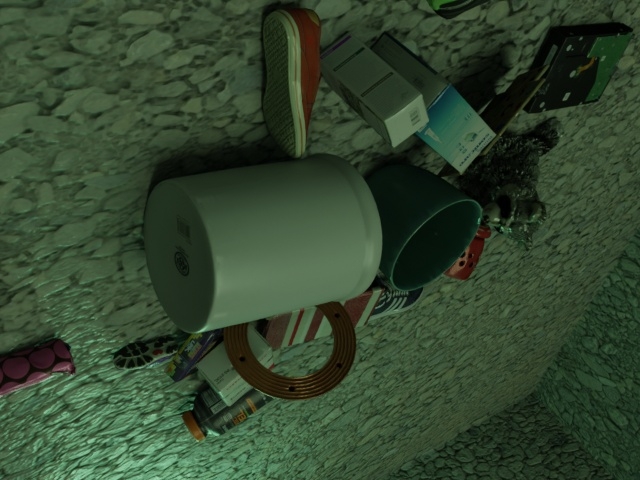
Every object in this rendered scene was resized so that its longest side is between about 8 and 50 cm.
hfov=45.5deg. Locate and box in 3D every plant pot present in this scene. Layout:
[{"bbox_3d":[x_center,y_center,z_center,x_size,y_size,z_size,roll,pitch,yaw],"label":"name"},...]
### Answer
[{"bbox_3d":[0.395,-0.004,2.241,0.191,0.191,0.174,6,122,-50],"label":"plant pot"},{"bbox_3d":[0.220,-0.056,1.943,0.293,0.235,0.293,-29,146,-22],"label":"plant pot"}]

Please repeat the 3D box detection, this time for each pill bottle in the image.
[{"bbox_3d":[-0.265,0.459,2.143,0.246,0.130,0.130,-33,147,-12],"label":"pill bottle"}]

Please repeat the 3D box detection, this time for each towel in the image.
[{"bbox_3d":[-0.002,0.211,2.103,0.329,0.037,0.237,-12,153,-19],"label":"towel"}]

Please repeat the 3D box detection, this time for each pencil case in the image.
[{"bbox_3d":[-0.617,0.277,1.578,0.209,0.098,0.095,-21,143,-29],"label":"pencil case"}]

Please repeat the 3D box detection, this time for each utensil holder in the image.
[{"bbox_3d":[-0.124,0.004,1.571,0.385,0.327,0.327,-13,138,-35],"label":"utensil holder"}]

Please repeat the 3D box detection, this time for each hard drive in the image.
[{"bbox_3d":[0.709,-0.481,2.119,0.339,0.064,0.237,-15,139,-35],"label":"hard drive"}]

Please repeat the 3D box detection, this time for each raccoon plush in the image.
[{"bbox_3d":[0.608,-0.177,2.153,0.446,0.299,0.216,-35,147,-11],"label":"raccoon plush"}]

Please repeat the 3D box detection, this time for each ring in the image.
[{"bbox_3d":[-0.075,0.243,1.901,0.337,0.336,0.032,-24,156,-26],"label":"ring"}]

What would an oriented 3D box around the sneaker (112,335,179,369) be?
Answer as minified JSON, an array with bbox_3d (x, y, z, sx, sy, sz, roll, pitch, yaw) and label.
[{"bbox_3d":[-0.418,0.285,1.833,0.170,0.068,0.071,-8,141,-42],"label":"sneaker"}]

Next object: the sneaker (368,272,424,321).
[{"bbox_3d":[0.211,0.149,2.310,0.282,0.099,0.153,-19,143,-27],"label":"sneaker"}]

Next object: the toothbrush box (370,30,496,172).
[{"bbox_3d":[0.232,-0.297,1.686,0.126,0.216,0.295,-48,147,10],"label":"toothbrush box"}]

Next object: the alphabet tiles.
[{"bbox_3d":[0.422,-0.290,1.885,0.342,0.011,0.285,-51,-171,-4],"label":"alphabet tiles"}]

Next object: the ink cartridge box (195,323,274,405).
[{"bbox_3d":[-0.216,0.325,1.992,0.172,0.100,0.237,-41,165,-15],"label":"ink cartridge box"}]

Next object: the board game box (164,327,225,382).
[{"bbox_3d":[-0.296,0.265,1.911,0.170,0.048,0.141,-53,169,17],"label":"board game box"}]

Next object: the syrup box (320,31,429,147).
[{"bbox_3d":[0.101,-0.302,1.518,0.096,0.237,0.093,-38,148,-4],"label":"syrup box"}]

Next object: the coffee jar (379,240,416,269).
[{"bbox_3d":[0.214,0.051,2.146,0.096,0.079,0.184,-34,-179,-9],"label":"coffee jar"}]

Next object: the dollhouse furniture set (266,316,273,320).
[{"bbox_3d":[-0.117,0.100,1.878,0.151,0.123,0.144,-42,160,5],"label":"dollhouse furniture set"}]

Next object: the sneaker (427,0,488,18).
[{"bbox_3d":[0.392,-0.625,1.545,0.483,0.185,0.202,-34,165,-6],"label":"sneaker"}]

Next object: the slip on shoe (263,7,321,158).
[{"bbox_3d":[-0.046,-0.299,1.487,0.101,0.123,0.331,-28,141,-28],"label":"slip on shoe"}]
